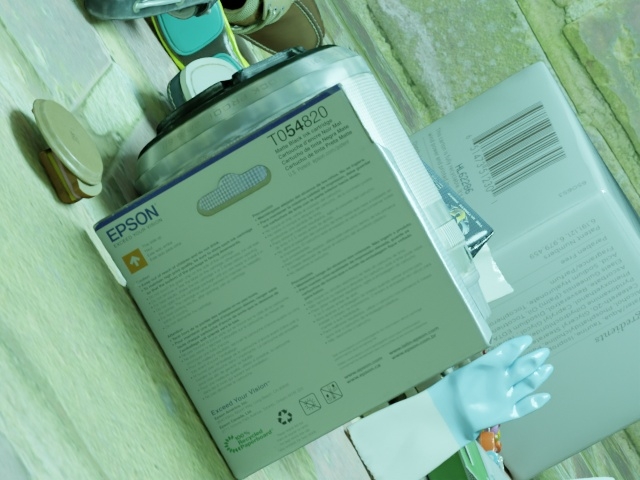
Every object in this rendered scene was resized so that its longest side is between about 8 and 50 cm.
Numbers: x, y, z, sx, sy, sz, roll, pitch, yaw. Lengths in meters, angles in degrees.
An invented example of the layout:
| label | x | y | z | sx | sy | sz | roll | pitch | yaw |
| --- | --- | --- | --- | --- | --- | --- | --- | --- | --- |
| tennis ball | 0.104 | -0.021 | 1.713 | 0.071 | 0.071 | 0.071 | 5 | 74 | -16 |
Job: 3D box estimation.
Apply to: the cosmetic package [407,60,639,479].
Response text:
| label | x | y | z | sx | sy | sz | roll | pitch | yaw |
| --- | --- | --- | --- | --- | --- | --- | --- | --- | --- |
| cosmetic package | 0.289 | 0.046 | 2.326 | 0.394 | 0.327 | 0.329 | 52 | 14 | -34 |

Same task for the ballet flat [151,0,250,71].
| label | x | y | z | sx | sy | sz | roll | pitch | yaw |
| --- | --- | --- | --- | --- | --- | --- | --- | --- | --- |
| ballet flat | -0.126 | -0.206 | 1.823 | 0.231 | 0.077 | 0.077 | 60 | -10 | -14 |

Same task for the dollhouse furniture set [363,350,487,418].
| label | x | y | z | sx | sy | sz | roll | pitch | yaw |
| --- | --- | --- | --- | --- | --- | --- | --- | --- | --- |
| dollhouse furniture set | 0.074 | 0.089 | 1.769 | 0.184 | 0.129 | 0.129 | 59 | 11 | -6 |

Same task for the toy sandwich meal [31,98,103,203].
| label | x | y | z | sx | sy | sz | roll | pitch | yaw |
| --- | --- | --- | --- | --- | --- | --- | --- | --- | --- |
| toy sandwich meal | -0.192 | -0.066 | 1.255 | 0.085 | 0.029 | 0.085 | 52 | 13 | -17 |

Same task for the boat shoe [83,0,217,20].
| label | x | y | z | sx | sy | sz | roll | pitch | yaw |
| --- | --- | --- | --- | --- | --- | --- | --- | --- | --- |
| boat shoe | -0.140 | -0.282 | 1.691 | 0.121 | 0.119 | 0.335 | 26 | 23 | 24 |

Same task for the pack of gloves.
| label | x | y | z | sx | sy | sz | roll | pitch | yaw |
| --- | --- | --- | --- | --- | --- | --- | --- | --- | --- |
| pack of gloves | 0.115 | 0.112 | 1.665 | 0.195 | 0.232 | 0.046 | 59 | -21 | 9 |

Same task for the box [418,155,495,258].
| label | x | y | z | sx | sy | sz | roll | pitch | yaw |
| --- | --- | --- | --- | --- | --- | --- | --- | --- | --- |
| box | 0.026 | -0.024 | 1.577 | 0.233 | 0.183 | 0.059 | 45 | 42 | 10 |

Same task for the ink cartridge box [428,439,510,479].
| label | x | y | z | sx | sy | sz | roll | pitch | yaw |
| --- | --- | --- | --- | --- | --- | --- | --- | --- | --- |
| ink cartridge box | 0.168 | 0.280 | 1.875 | 0.209 | 0.062 | 0.109 | 51 | 14 | -39 |

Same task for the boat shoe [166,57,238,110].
| label | x | y | z | sx | sy | sz | roll | pitch | yaw |
| --- | --- | --- | --- | --- | --- | --- | --- | --- | --- |
| boat shoe | -0.092 | -0.121 | 1.689 | 0.254 | 0.079 | 0.095 | 5 | 71 | -67 |

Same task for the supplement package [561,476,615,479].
| label | x | y | z | sx | sy | sz | roll | pitch | yaw |
| --- | --- | --- | --- | --- | --- | --- | --- | --- | --- |
| supplement package | 0.198 | 0.350 | 1.429 | 0.204 | 0.145 | 0.262 | 4 | 51 | -44 |

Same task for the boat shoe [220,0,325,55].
| label | x | y | z | sx | sy | sz | roll | pitch | yaw |
| --- | --- | --- | --- | --- | --- | --- | --- | --- | --- |
| boat shoe | -0.106 | -0.302 | 2.046 | 0.324 | 0.122 | 0.120 | 37 | 30 | -45 |

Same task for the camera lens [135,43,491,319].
| label | x | y | z | sx | sy | sz | roll | pitch | yaw |
| --- | --- | --- | --- | --- | --- | --- | --- | --- | --- |
| camera lens | -0.009 | -0.009 | 1.417 | 0.274 | 0.219 | 0.219 | 61 | 11 | 1 |

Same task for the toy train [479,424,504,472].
| label | x | y | z | sx | sy | sz | roll | pitch | yaw |
| --- | --- | --- | --- | --- | --- | --- | --- | --- | --- |
| toy train | 0.207 | 0.257 | 2.173 | 0.166 | 0.046 | 0.125 | 54 | 33 | -76 |

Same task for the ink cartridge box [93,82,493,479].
| label | x | y | z | sx | sy | sz | roll | pitch | yaw |
| --- | --- | --- | --- | --- | --- | --- | --- | --- | --- |
| ink cartridge box | -0.020 | 0.030 | 1.259 | 0.224 | 0.223 | 0.045 | 61 | 11 | -3 |
